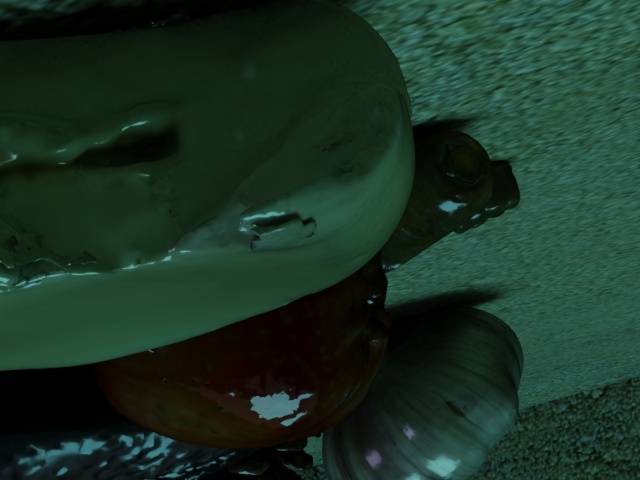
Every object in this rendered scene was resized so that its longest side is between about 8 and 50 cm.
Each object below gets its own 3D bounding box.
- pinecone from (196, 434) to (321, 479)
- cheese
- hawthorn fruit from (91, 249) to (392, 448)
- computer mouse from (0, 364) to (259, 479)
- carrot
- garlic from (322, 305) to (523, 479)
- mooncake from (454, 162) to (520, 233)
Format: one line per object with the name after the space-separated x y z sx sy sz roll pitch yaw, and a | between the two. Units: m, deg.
-0.088 0.143 1.630 0.207 0.208 0.208 -12 170 -2 | pinecone
-0.092 -0.024 0.844 0.266 0.127 0.233 -12 171 -7 | cheese
-0.063 0.033 1.086 0.200 0.179 0.179 -6 171 10 | hawthorn fruit
-0.154 0.080 1.201 0.323 0.183 0.116 -5 139 -29 | computer mouse
-0.001 0.000 1.283 0.070 0.070 0.342 -5 170 -35 | carrot
0.062 0.152 1.977 0.253 0.245 0.245 31 158 -11 | garlic
0.248 -0.065 1.279 0.347 0.057 0.150 -11 -175 34 | mooncake
